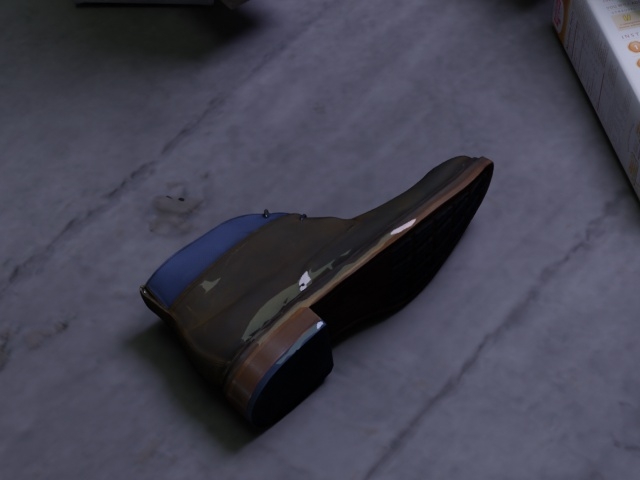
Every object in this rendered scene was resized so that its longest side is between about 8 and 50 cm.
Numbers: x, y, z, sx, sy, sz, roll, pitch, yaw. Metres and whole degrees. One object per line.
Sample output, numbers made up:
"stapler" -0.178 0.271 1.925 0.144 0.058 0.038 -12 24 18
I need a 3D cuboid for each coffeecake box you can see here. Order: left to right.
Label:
"coffeecake box" 0.246 -0.113 1.056 0.142 0.068 0.186 -10 51 -10

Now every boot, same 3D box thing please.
"boot" 0.000 0.000 0.957 0.106 0.082 0.219 37 61 23

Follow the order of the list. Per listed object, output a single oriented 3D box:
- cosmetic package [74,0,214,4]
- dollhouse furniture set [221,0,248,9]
"cosmetic package" -0.121 -0.271 1.192 0.098 0.060 0.239 -1 51 0
"dollhouse furniture set" 0.049 -0.369 1.070 0.394 0.256 0.362 -34 66 -24
